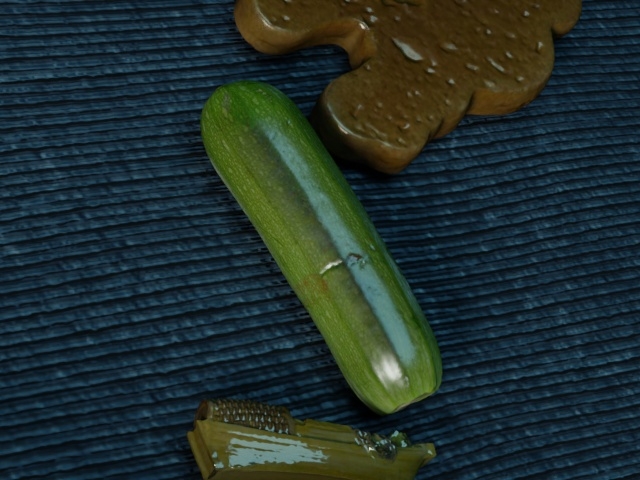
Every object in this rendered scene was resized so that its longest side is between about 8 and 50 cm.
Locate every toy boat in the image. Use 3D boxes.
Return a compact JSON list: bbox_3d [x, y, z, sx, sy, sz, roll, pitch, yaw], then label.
[{"bbox_3d":[-0.003,0.118,1.068,0.149,0.047,0.049,11,55,-24],"label":"toy boat"}]

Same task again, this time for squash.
[{"bbox_3d":[0.000,0.000,1.140,0.066,0.066,0.229,-20,73,-38],"label":"squash"}]

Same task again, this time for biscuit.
[{"bbox_3d":[0.075,-0.154,1.303,0.295,0.044,0.186,-25,78,-38],"label":"biscuit"}]
